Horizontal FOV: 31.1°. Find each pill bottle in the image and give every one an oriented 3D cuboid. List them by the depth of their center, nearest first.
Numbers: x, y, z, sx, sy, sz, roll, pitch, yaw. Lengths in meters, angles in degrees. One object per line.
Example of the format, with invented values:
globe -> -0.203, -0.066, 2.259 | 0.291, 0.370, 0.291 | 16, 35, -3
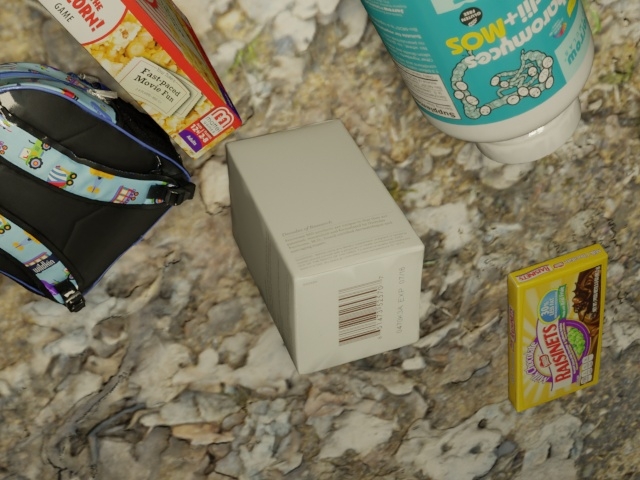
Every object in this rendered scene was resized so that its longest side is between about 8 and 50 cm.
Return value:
pill bottle -> 0.115, -0.173, 0.850 | 0.146, 0.146, 0.264 | -33, 135, 3

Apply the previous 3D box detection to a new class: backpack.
backpack -> -0.204, -0.052, 0.818 | 0.158, 0.117, 0.173 | -44, 134, 15

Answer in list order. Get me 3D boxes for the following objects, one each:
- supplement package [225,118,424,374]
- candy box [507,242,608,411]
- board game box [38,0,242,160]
supplement package -> 0.000, 0.000, 0.919 | 0.105, 0.179, 0.105 | -15, 133, -14
candy box -> 0.253, 0.098, 1.236 | 0.105, 0.027, 0.205 | -17, 133, -8
board game box -> -0.138, -0.159, 0.738 | 0.045, 0.146, 0.193 | -36, 135, 7
